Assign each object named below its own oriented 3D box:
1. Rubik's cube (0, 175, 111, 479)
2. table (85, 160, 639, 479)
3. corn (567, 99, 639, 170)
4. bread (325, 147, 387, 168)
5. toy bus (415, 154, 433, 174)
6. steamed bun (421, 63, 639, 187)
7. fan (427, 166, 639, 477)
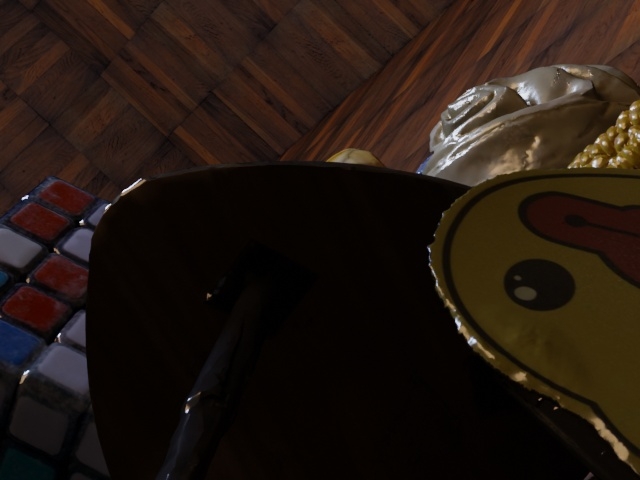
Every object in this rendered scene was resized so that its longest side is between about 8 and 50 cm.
[{"bbox_3d":[-0.212,0.164,1.131,0.286,0.292,0.293,-65,-4,30],"label":"Rubik's cube"},{"bbox_3d":[0.050,0.130,0.574,0.317,0.317,0.249,-45,22,13],"label":"table"},{"bbox_3d":[0.248,-0.072,0.858,0.292,0.101,0.101,-43,10,22],"label":"corn"},{"bbox_3d":[0.000,0.000,1.592,0.173,0.121,0.311,-35,14,38],"label":"bread"},{"bbox_3d":[0.089,0.011,1.234,0.079,0.094,0.236,-21,28,56],"label":"toy bus"},{"bbox_3d":[0.165,-0.071,1.075,0.218,0.144,0.211,-49,9,-18],"label":"steamed bun"},{"bbox_3d":[0.175,0.003,0.596,0.335,0.230,0.011,-55,-25,-54],"label":"fan"}]
